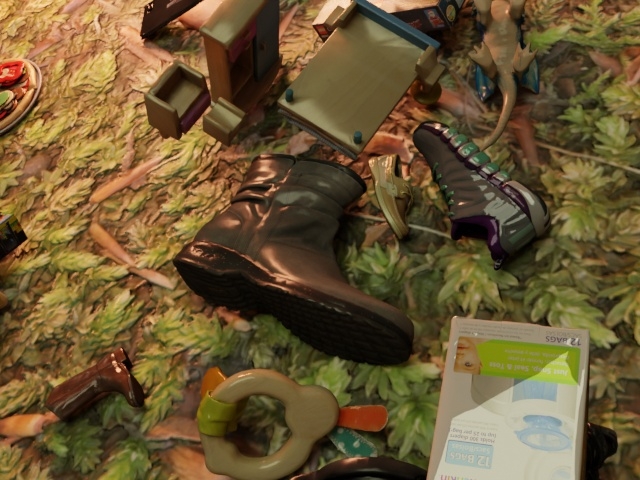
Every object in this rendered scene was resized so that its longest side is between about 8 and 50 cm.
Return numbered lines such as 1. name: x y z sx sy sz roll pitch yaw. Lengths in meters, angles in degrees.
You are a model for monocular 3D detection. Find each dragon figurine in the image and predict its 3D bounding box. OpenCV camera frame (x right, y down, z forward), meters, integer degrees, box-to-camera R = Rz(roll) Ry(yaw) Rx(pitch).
1. dragon figurine: 0.243 -0.238 1.127 0.085 0.144 0.289 -6 73 14

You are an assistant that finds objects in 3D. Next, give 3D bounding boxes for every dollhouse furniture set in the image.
1. dollhouse furniture set: -0.025 -0.176 1.173 0.303 0.198 0.286 31 70 10

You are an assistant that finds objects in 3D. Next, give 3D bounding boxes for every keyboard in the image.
1. keyboard: -0.235 -0.411 1.438 0.180 0.023 0.108 -20 54 34

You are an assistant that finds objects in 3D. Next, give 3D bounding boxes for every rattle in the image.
1. rattle: -0.033 0.193 0.955 0.199 0.143 0.130 -10 84 -5

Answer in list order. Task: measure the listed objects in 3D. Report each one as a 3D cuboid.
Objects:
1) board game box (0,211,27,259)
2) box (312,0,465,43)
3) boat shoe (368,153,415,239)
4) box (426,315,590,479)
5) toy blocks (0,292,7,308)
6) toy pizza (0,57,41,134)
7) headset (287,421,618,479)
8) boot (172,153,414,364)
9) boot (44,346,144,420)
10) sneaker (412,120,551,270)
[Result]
1. board game box: -0.528 0.021 1.213 0.141 0.048 0.170 8 40 38
2. box: 0.116 -0.370 1.260 0.233 0.044 0.159 4 57 42
3. boat shoe: 0.095 -0.061 1.078 0.045 0.050 0.135 -22 51 11
4. box: 0.150 0.177 0.673 0.114 0.103 0.203 4 59 19
5. toy blocks: -0.497 0.141 1.152 0.123 0.054 0.148 -7 53 16
6. toy pizza: -0.578 -0.250 1.482 0.201 0.032 0.201 -10 53 14
7. headset: 0.081 0.281 0.746 0.394 0.185 0.243 -19 49 -15
8. boot: 0.000 0.000 1.034 0.338 0.118 0.223 22 60 27
9. boot: -0.277 0.193 1.041 0.114 0.037 0.106 -30 37 -6
10. sneaker: 0.168 -0.061 1.032 0.098 0.083 0.223 -42 53 -5
